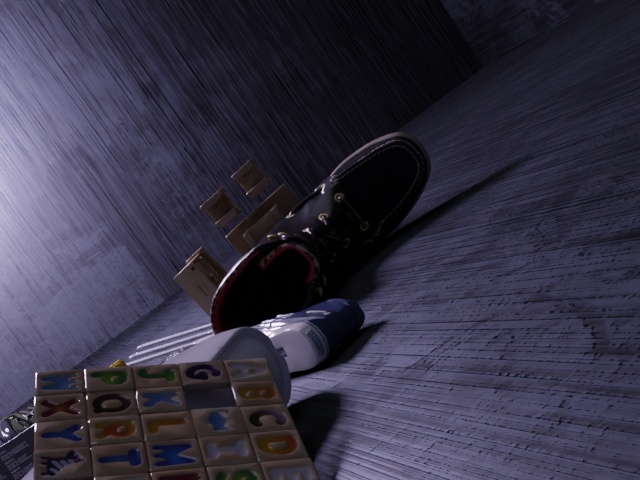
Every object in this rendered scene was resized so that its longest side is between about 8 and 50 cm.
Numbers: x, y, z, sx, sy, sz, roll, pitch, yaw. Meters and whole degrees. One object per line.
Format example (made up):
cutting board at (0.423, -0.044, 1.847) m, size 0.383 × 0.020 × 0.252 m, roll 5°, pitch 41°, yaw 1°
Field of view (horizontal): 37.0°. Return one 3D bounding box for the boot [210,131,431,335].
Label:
boot at (0.000, 0.000, 1.408) m, size 0.377 × 0.138 × 0.284 m, roll -37°, pitch 4°, yaw 17°

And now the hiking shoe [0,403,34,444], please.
hiking shoe at (-0.600, 0.374, 2.004) m, size 0.114 × 0.086 × 0.227 m, roll -38°, pitch 5°, yaw 3°

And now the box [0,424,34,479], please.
box at (-0.445, 0.349, 1.090) m, size 0.307 × 0.076 × 0.242 m, roll -33°, pitch -9°, yaw -34°

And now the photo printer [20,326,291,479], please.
photo printer at (-0.167, 0.204, 0.891) m, size 0.256 × 0.107 × 0.307 m, roll -32°, pitch 7°, yaw 24°

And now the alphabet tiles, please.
alphabet tiles at (-0.113, 0.151, 0.719) m, size 0.198 × 0.009 × 0.237 m, roll -1°, pitch 21°, yaw -16°

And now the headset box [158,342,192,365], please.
headset box at (-0.241, 0.207, 1.610) m, size 0.083 × 0.032 × 0.062 m, roll -40°, pitch 8°, yaw -30°

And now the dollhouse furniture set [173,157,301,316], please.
dollhouse furniture set at (-0.126, 0.007, 1.676) m, size 0.242 × 0.212 × 0.161 m, roll -42°, pitch 5°, yaw 6°

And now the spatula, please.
spatula at (-0.216, 0.166, 1.585) m, size 0.242 × 0.019 × 0.168 m, roll -19°, pitch 8°, yaw 12°

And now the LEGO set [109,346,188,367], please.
LEGO set at (-0.287, 0.221, 1.465) m, size 0.227 × 0.093 × 0.087 m, roll -30°, pitch 8°, yaw 37°

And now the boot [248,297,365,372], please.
boot at (-0.030, 0.114, 1.099) m, size 0.086 × 0.069 × 0.190 m, roll -31°, pitch 11°, yaw -36°
